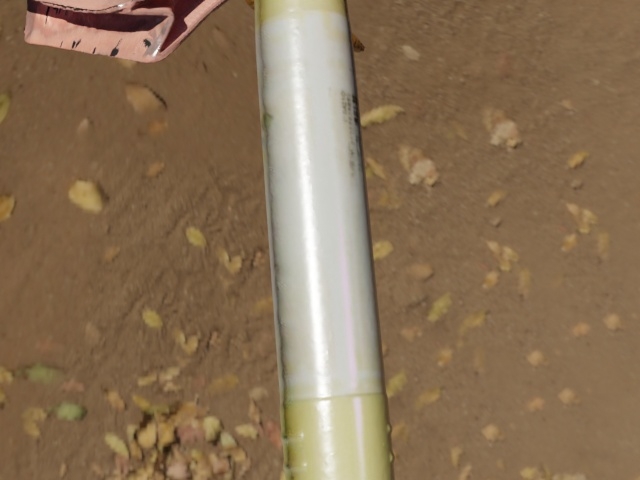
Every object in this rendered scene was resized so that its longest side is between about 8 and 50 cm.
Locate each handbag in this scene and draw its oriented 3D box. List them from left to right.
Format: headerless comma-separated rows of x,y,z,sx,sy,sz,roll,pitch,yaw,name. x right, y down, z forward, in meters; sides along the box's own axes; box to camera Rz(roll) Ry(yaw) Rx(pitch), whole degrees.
-0.150,-0.213,0.930,0.157,0.212,0.059,-44,129,-25,handbag

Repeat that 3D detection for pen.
0.000,0.000,0.339,0.032,0.040,0.234,-3,79,-7,pen

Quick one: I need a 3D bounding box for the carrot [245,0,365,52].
-0.012,-0.266,1.378,0.216,0.048,0.048,19,104,-46,carrot
